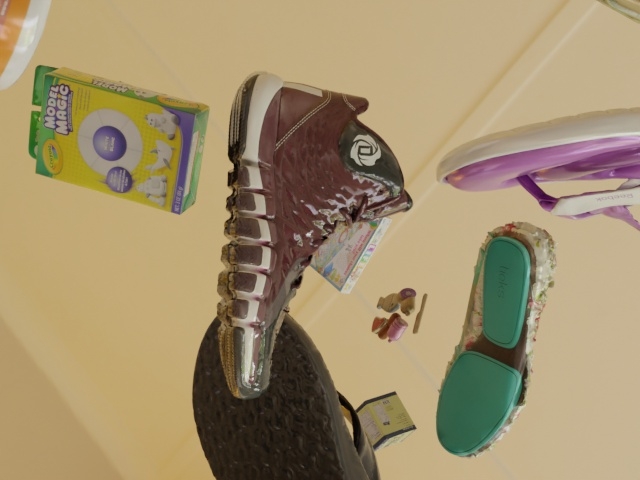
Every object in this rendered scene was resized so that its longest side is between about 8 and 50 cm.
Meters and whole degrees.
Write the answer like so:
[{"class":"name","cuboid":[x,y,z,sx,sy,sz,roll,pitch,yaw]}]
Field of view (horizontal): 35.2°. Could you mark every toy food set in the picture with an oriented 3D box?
[{"class":"toy food set","cuboid":[0.096,0.100,1.338,0.019,0.078,0.122,24,-20,-21]}]

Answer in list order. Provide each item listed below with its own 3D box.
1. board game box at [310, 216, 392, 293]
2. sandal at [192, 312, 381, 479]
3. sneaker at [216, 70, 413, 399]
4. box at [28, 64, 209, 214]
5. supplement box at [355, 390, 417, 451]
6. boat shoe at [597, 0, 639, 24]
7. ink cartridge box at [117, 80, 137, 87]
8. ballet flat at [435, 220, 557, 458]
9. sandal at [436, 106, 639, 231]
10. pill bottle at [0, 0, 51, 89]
[{"class":"board game box","cuboid":[0.048,0.001,1.761,0.103,0.026,0.154,40,-73,37]},{"class":"sandal","cuboid":[0.002,0.269,1.050,0.168,0.107,0.445,-28,-96,24]},{"class":"sneaker","cuboid":[0.000,0.000,0.871,0.106,0.163,0.281,-163,-103,-76]},{"class":"box","cuboid":[-0.202,-0.100,0.968,0.179,0.043,0.105,16,-67,11]},{"class":"supplement box","cuboid":[0.118,0.339,1.889,0.056,0.083,0.083,-51,-121,42]},{"class":"boat shoe","cuboid":[0.199,-0.179,0.608,0.285,0.089,0.104,12,-71,0]},{"class":"ink cartridge box","cuboid":[-0.249,-0.154,1.356,0.097,0.207,0.046,-29,-100,15]},{"class":"ballet flat","cuboid":[0.172,0.093,0.937,0.091,0.077,0.241,28,-64,30]},{"class":"sandal","cuboid":[0.323,-0.061,0.971,0.169,0.416,0.102,106,-20,-77]},{"class":"pill bottle","cuboid":[-0.285,-0.179,0.628,0.121,0.216,0.121,-31,-128,51]}]
